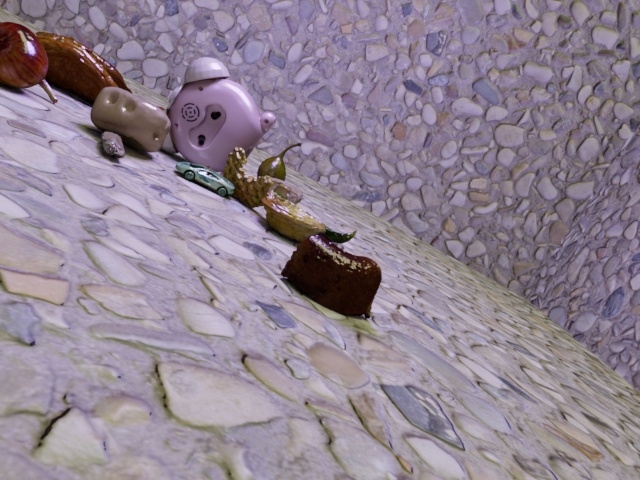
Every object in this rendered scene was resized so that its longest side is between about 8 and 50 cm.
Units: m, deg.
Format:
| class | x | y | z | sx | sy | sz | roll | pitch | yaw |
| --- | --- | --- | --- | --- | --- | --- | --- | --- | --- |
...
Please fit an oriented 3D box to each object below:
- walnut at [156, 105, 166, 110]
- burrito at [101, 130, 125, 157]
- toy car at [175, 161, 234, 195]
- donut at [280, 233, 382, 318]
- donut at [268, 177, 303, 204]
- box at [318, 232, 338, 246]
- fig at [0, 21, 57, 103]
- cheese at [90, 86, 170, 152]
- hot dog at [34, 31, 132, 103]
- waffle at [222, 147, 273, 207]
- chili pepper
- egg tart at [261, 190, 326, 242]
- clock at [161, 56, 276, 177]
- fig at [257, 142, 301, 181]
| class | x | y | z | sx | sy | sz | roll | pitch | yaw |
| --- | --- | --- | --- | --- | --- | --- | --- | --- | --- |
| walnut | -0.579 | -0.418 | 1.854 | 0.115 | 0.116 | 0.207 | 25 | 5 | -23 |
| burrito | -0.526 | -0.244 | 1.337 | 0.058 | 0.045 | 0.188 | 22 | 13 | -32 |
| toy car | -0.337 | -0.189 | 1.560 | 0.186 | 0.058 | 0.093 | 26 | 12 | -21 |
| donut | 0.034 | 0.078 | 1.122 | 0.186 | 0.126 | 0.144 | 33 | 18 | 21 |
| donut | -0.140 | -0.190 | 2.075 | 0.165 | 0.065 | 0.108 | 30 | 15 | 14 |
| box | 0.000 | 0.000 | 1.626 | 0.083 | 0.035 | 0.079 | 36 | 12 | 29 |
| fig | -0.817 | -0.484 | 1.440 | 0.175 | 0.175 | 0.207 | 30 | -4 | 6 |
| cheese | -0.525 | -0.331 | 1.484 | 0.235 | 0.117 | 0.218 | 16 | -11 | 40 |
| hot dog | -0.830 | -0.590 | 1.816 | 0.387 | 0.174 | 0.267 | 24 | 9 | -24 |
| waffle | -0.227 | -0.188 | 1.614 | 0.194 | 0.149 | 0.051 | 35 | 28 | 27 |
| chili pepper | -0.045 | -0.071 | 1.743 | 0.358 | 0.077 | 0.084 | 29 | 28 | 25 |
| egg tart | -0.086 | -0.061 | 1.537 | 0.212 | 0.090 | 0.213 | 29 | 12 | -7 |
| clock | -0.351 | -0.384 | 1.727 | 0.325 | 0.342 | 0.184 | 37 | 4 | -8 |
| fig | -0.165 | -0.315 | 2.144 | 0.124 | 0.236 | 0.124 | 35 | 16 | -12 |
